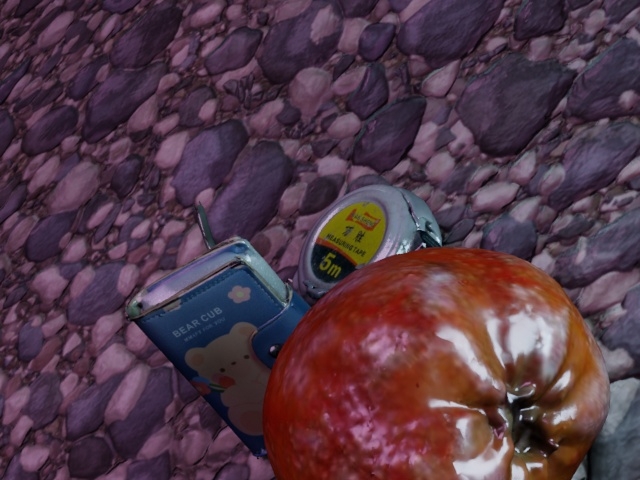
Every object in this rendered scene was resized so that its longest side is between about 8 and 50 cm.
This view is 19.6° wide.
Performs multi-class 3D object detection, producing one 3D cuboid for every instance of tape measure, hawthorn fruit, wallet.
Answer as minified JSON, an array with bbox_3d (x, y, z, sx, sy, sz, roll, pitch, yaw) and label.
[{"bbox_3d":[0.000,0.001,1.837,0.164,0.084,0.330,-50,36,-9],"label":"tape measure"},{"bbox_3d":[0.090,0.139,1.471,0.284,0.284,0.284,-28,38,25],"label":"hawthorn fruit"},{"bbox_3d":[-0.063,0.099,1.708,0.141,0.202,0.059,-30,27,20],"label":"wallet"}]
